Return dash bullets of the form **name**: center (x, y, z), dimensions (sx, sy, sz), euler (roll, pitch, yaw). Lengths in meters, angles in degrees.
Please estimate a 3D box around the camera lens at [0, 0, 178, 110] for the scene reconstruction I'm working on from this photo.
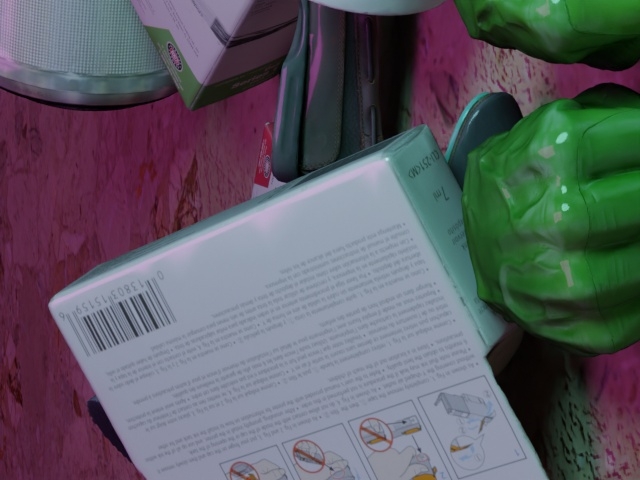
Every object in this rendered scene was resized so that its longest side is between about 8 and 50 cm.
- **camera lens**: center (-0.199, -0.265, 1.730), dimensions (0.219, 0.219, 0.274), euler (-124, 37, -57)

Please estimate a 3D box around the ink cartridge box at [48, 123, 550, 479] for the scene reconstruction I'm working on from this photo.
- **ink cartridge box**: center (0.000, 0.089, 1.164), dimensions (0.275, 0.060, 0.239), euler (-22, 100, 36)

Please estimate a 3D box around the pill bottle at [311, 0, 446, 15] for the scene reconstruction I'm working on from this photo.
- **pill bottle**: center (0.042, -0.273, 1.135), dimensions (0.153, 0.153, 0.264), euler (-118, 31, -52)

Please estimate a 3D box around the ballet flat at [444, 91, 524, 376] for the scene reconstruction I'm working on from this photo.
- **ballet flat**: center (0.098, 0.016, 1.150), dimensions (0.074, 0.074, 0.203), euler (-123, 42, -56)

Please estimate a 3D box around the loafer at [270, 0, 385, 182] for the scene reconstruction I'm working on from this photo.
- **loafer**: center (0.027, -0.163, 1.334), dimensions (0.096, 0.084, 0.267), euler (-53, -26, -70)

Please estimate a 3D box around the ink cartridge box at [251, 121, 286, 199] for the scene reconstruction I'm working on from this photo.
- **ink cartridge box**: center (0.000, 0.000, 1.419), dimensions (0.150, 0.063, 0.109), euler (-115, 29, -48)

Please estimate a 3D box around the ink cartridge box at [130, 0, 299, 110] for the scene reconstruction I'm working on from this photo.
- **ink cartridge box**: center (-0.073, -0.221, 1.501), dimensions (0.160, 0.093, 0.219), euler (62, 154, 10)

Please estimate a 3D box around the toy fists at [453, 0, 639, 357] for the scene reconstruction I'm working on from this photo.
- **toy fists**: center (0.128, -0.080, 1.001), dimensions (0.142, 0.096, 0.279), euler (-168, 75, -81)

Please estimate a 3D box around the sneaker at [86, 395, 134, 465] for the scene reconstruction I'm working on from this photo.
- **sneaker**: center (-0.002, 0.124, 1.298), dimensions (0.319, 0.131, 0.112), euler (22, 148, 32)
